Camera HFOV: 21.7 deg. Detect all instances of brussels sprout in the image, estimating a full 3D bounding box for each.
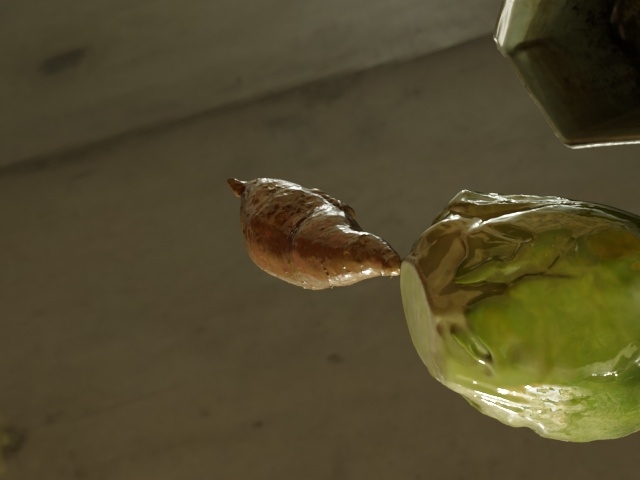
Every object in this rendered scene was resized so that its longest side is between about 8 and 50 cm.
[{"bbox_3d":[0.118,0.038,0.805,0.155,0.155,0.117,-100,5,-76],"label":"brussels sprout"}]

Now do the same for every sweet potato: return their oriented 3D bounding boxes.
[{"bbox_3d":[0.002,0.005,1.061,0.226,0.068,0.068,28,141,59],"label":"sweet potato"}]

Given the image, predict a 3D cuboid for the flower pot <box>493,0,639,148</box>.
[{"bbox_3d":[0.309,-0.208,1.555,0.239,0.189,0.209,58,137,15],"label":"flower pot"}]
